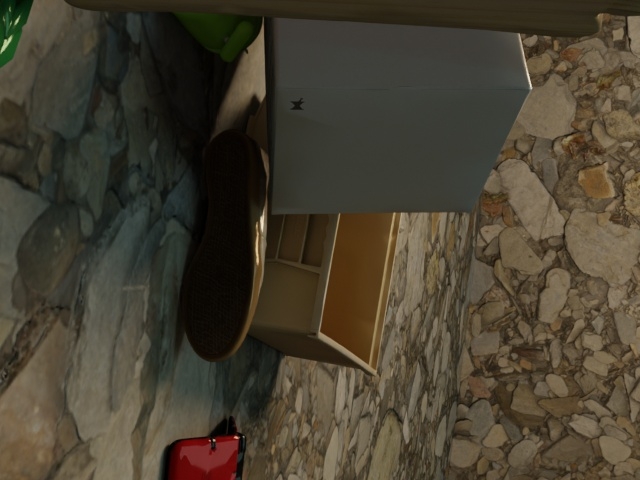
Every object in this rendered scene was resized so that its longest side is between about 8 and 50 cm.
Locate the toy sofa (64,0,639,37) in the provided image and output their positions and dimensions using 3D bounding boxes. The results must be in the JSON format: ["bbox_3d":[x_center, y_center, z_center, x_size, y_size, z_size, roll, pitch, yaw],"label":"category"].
[{"bbox_3d":[-0.002,-0.202,0.434,0.177,0.362,0.150,-27,122,-82],"label":"toy sofa"}]

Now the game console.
[{"bbox_3d":[-0.123,0.258,0.856,0.124,0.085,0.144,5,90,-41],"label":"game console"}]

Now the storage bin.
[{"bbox_3d":[0.000,0.000,0.974,0.262,0.123,0.260,45,53,-66],"label":"storage bin"}]

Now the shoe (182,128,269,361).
[{"bbox_3d":[-0.080,0.006,0.808,0.058,0.076,0.219,25,70,-66],"label":"shoe"}]

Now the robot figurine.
[{"bbox_3d":[-0.090,-0.202,0.725,0.101,0.067,0.115,69,10,21],"label":"robot figurine"}]

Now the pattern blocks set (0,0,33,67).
[{"bbox_3d":[-0.219,-0.225,0.392,0.325,0.026,0.285,67,34,-56],"label":"pattern blocks set"}]

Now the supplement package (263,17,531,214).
[{"bbox_3d":[0.049,-0.184,0.775,0.198,0.199,0.263,100,-12,-62],"label":"supplement package"}]
